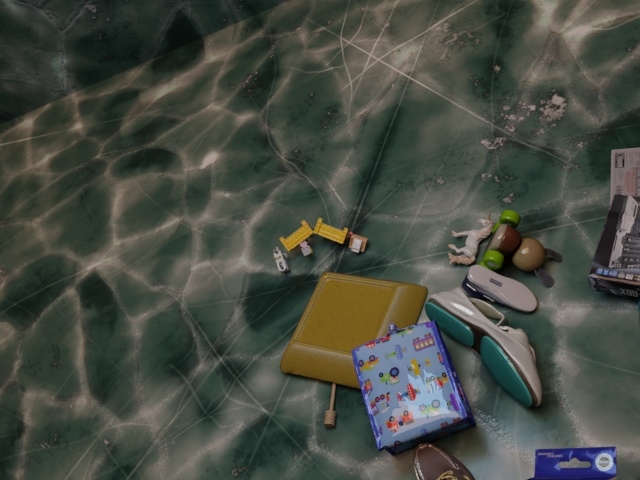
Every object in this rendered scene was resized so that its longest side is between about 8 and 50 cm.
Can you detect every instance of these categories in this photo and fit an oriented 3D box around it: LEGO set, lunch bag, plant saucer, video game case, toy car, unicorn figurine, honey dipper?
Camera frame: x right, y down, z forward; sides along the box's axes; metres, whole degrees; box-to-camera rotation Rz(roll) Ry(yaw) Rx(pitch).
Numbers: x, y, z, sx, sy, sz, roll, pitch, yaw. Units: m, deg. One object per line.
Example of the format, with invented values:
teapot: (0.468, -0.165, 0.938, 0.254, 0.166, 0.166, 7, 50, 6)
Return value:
LEGO set: (0.000, 0.000, 2.365, 0.287, 0.107, 0.132, -15, 85, 11)
lunch bag: (0.209, 0.332, 1.915, 0.221, 0.138, 0.293, -23, 65, 11)
plant saucer: (0.077, 0.216, 2.138, 0.333, 0.081, 0.332, 6, 55, 31)
video game case: (0.851, -0.162, 2.081, 0.184, 0.023, 0.201, -3, 54, 25)
toy car: (0.520, 0.040, 2.055, 0.189, 0.149, 0.155, 24, 67, 8)
unicorn figurine: (0.407, -0.003, 2.171, 0.111, 0.060, 0.161, 4, 74, 29)
honey dipper: (0.031, 0.404, 2.070, 0.031, 0.030, 0.160, -9, 51, 21)

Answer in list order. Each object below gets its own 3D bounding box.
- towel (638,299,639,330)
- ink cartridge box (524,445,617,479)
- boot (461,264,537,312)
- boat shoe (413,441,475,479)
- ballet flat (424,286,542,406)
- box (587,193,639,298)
towel: (0.860, 0.202, 1.797, 0.272, 0.040, 0.370, -4, 56, 25)
ink cartridge box: (0.473, 0.570, 1.533, 0.176, 0.069, 0.370, -14, 50, 37)
boot: (0.453, 0.133, 2.039, 0.190, 0.086, 0.069, 32, 64, 11)
boat shoe: (0.299, 0.567, 1.766, 0.117, 0.096, 0.324, -34, 48, 0)
ballet flat: (0.421, 0.234, 1.946, 0.139, 0.139, 0.400, -41, 48, -6)
box: (0.812, 0.027, 1.864, 0.308, 0.076, 0.242, 12, 65, 32)
